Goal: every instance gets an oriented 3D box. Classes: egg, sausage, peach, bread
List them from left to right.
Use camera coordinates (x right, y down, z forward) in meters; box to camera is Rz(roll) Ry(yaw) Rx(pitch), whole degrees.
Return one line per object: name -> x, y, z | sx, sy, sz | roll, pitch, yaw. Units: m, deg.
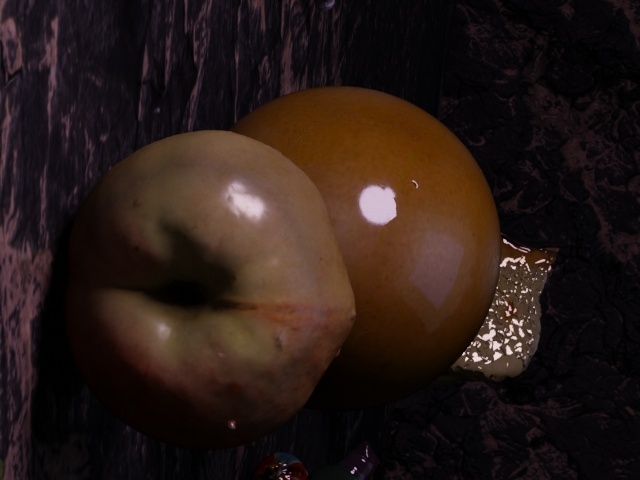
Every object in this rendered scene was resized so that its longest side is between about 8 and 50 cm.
peach -> -0.074, 0.032, 1.177 | 0.232, 0.233, 0.232 | 7, 90, -82
sausage -> -0.042, 0.321, 2.071 | 0.264, 0.083, 0.083 | 77, 21, -61
egg -> 0.017, 0.004, 1.487 | 0.351, 0.283, 0.282 | -63, 158, -76
bread -> 0.154, 0.112, 2.481 | 0.279, 0.315, 0.248 | 103, 0, -68

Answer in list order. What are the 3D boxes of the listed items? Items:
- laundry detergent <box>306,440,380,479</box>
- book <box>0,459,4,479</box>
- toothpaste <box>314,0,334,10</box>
laundry detergent -> -0.006, 0.328, 1.965 | 0.221, 0.078, 0.144 | -50, 153, -12
book -> -0.225, 0.219, 0.914 | 0.160, 0.024, 0.228 | 61, 37, -72
toothpaste -> -0.004, -0.349, 1.877 | 0.248, 0.047, 0.078 | 83, 14, -52
